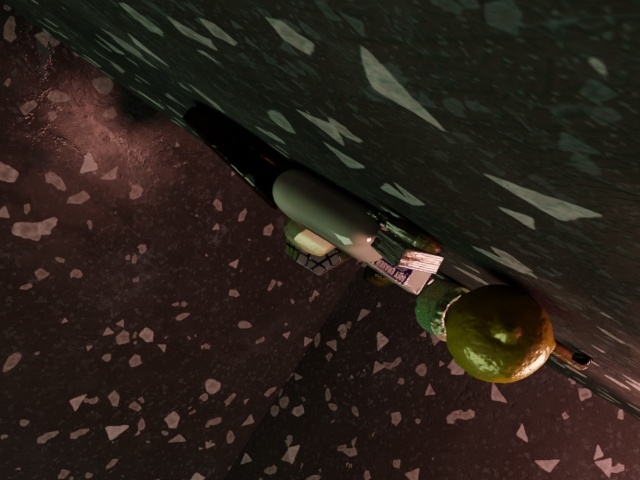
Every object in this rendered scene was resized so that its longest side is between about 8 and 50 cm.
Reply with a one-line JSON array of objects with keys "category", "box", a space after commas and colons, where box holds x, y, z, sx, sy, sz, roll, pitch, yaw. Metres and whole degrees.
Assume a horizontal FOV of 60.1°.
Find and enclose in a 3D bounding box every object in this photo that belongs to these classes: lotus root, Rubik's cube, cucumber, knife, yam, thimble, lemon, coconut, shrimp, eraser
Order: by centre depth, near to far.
[{"category": "lemon", "box": [0.403, 0.210, 1.262, 0.233, 0.233, 0.288, 33, 171, 9]}, {"category": "shrimp", "box": [0.197, -0.028, 1.363, 0.217, 0.051, 0.150, 29, -173, -16]}, {"category": "cucumber", "box": [0.799, 0.364, 1.682, 0.034, 0.033, 0.135, 30, 179, 7]}, {"category": "yam", "box": [0.744, 0.337, 1.802, 0.264, 0.046, 0.046, 34, 179, 13]}, {"category": "knife", "box": [-0.138, -0.217, 1.827, 0.072, 0.019, 0.245, 38, 175, 15]}, {"category": "eraser", "box": [0.241, 0.060, 1.870, 0.287, 0.130, 0.086, 35, 175, -22]}, {"category": "coconut", "box": [-0.009, -0.052, 1.984, 0.241, 0.241, 0.241, 33, 179, 1]}, {"category": "thimble", "box": [0.464, 0.256, 2.005, 0.219, 0.219, 0.150, 34, 178, -32]}, {"category": "lotus root", "box": [0.279, 0.112, 2.137, 0.142, 0.210, 0.314, 44, -168, -4]}, {"category": "Rubik's cube", "box": [0.000, 0.000, 2.396, 0.319, 0.264, 0.319, 33, 179, 1]}]

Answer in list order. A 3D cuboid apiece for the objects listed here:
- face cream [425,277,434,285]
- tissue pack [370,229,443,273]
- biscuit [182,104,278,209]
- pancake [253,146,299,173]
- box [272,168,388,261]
[{"category": "face cream", "box": [0.385, 0.136, 2.307, 0.078, 0.078, 0.273, 34, 179, -27]}, {"category": "tissue pack", "box": [0.225, 0.028, 1.429, 0.155, 0.065, 0.115, 10, -158, -38]}, {"category": "biscuit", "box": [-0.256, -0.265, 1.734, 0.407, 0.091, 0.407, 45, 178, 2]}, {"category": "pancake", "box": [-0.123, -0.236, 1.775, 0.212, 0.029, 0.235, 34, 177, -15]}, {"category": "box", "box": [0.036, -0.070, 1.613, 0.349, 0.141, 0.289, 32, 180, 23]}]
